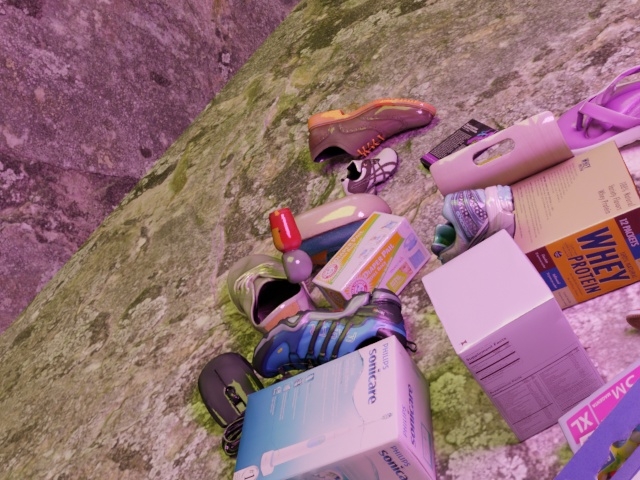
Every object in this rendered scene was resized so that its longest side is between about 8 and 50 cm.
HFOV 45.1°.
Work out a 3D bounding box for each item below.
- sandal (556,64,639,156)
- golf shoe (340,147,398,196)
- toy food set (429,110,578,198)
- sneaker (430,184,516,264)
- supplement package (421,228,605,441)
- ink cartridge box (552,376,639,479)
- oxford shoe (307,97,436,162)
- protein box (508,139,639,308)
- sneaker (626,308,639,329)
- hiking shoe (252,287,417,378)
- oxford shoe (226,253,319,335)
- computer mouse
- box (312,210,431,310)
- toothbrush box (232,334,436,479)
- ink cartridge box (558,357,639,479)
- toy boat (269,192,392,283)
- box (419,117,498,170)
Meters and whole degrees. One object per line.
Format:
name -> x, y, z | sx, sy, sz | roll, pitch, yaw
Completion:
sandal -> 0.581, -0.265, 1.417 | 0.416, 0.102, 0.169 | -12, 42, 52
golf shoe -> 0.119, -0.173, 1.863 | 0.077, 0.094, 0.198 | -5, 40, 46
toy food set -> 0.343, -0.133, 1.389 | 0.219, 0.306, 0.093 | -24, 71, 22
sneaker -> 0.241, 0.014, 1.261 | 0.122, 0.283, 0.110 | 3, 48, 7
supplement package -> 0.277, 0.134, 1.116 | 0.149, 0.203, 0.194 | -32, 29, 9
ink cartridge box -> 0.373, 0.288, 0.758 | 0.324, 0.071, 0.330 | -55, 41, 9
oxford shoe -> 0.132, -0.278, 2.015 | 0.363, 0.130, 0.133 | -8, 72, 32
protein box -> 0.423, -0.023, 1.252 | 0.201, 0.136, 0.200 | -25, 30, 22
sneaker -> 0.499, 0.092, 1.096 | 0.118, 0.042, 0.067 | -5, 45, 33
hiking shoe -> 0.013, 0.193, 1.397 | 0.303, 0.113, 0.132 | -25, 48, 12
oxford shoe -> -0.117, 0.108, 1.679 | 0.169, 0.130, 0.449 | -41, 27, -3
computer mouse -> -0.172, 0.289, 1.529 | 0.188, 0.072, 0.272 | -44, 29, -11
box -> 0.101, 0.055, 1.524 | 0.203, 0.114, 0.103 | -48, 30, -17
toothbrush box -> 0.022, 0.310, 1.223 | 0.295, 0.126, 0.216 | -27, 29, 20
ink cartridge box -> 0.405, 0.272, 0.876 | 0.186, 0.065, 0.311 | -45, 27, 20
toy boat -> 0.000, 0.000, 1.630 | 0.267, 0.148, 0.318 | -20, -5, 31
box -> 0.317, -0.208, 1.758 | 0.162, 0.029, 0.116 | -39, 29, 0
